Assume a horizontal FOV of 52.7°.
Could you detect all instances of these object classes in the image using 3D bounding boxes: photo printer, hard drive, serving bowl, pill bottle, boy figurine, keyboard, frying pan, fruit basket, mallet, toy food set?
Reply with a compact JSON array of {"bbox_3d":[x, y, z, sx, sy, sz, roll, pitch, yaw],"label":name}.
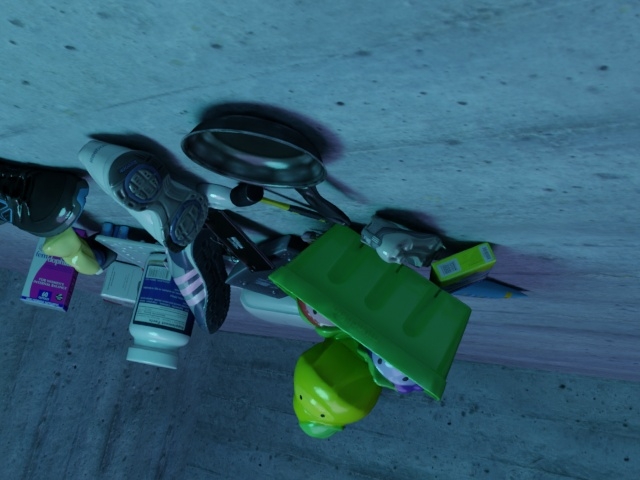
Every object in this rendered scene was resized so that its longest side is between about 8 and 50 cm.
[{"bbox_3d":[-0.085,0.203,1.997,0.308,0.107,0.256,7,165,17],"label":"photo printer"},{"bbox_3d":[-0.086,0.062,1.460,0.172,0.054,0.255,20,150,-31],"label":"hard drive"},{"bbox_3d":[-0.183,-0.074,1.152,0.084,0.027,0.083,10,166,2],"label":"serving bowl"},{"bbox_3d":[-0.385,0.177,1.599,0.153,0.264,0.153,11,166,3],"label":"pill bottle"},{"bbox_3d":[-0.604,0.007,1.591,0.177,0.092,0.285,52,175,9],"label":"boy figurine"},{"bbox_3d":[-0.174,-0.006,1.334,0.100,0.038,0.192,-8,134,38],"label":"keyboard"},{"bbox_3d":[-0.033,-0.098,0.894,0.326,0.053,0.197,18,165,-31],"label":"frying pan"},{"bbox_3d":[0.058,0.207,1.209,0.393,0.391,0.283,8,167,12],"label":"fruit basket"},{"bbox_3d":[-0.069,-0.059,1.116,0.190,0.039,0.062,18,165,-40],"label":"mallet"},{"bbox_3d":[0.000,0.000,1.321,0.078,0.019,0.122,10,174,9],"label":"toy food set"}]

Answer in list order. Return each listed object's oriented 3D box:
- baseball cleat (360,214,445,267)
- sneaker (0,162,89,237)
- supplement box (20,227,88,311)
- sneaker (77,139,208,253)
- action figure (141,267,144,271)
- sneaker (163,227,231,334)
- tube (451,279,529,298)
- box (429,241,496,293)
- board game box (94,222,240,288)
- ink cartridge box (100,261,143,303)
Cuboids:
[{"bbox_3d":[0.141,-0.005,1.117,0.109,0.072,0.206,41,-166,27],"label":"baseball cleat"},{"bbox_3d":[-0.591,-0.086,1.234,0.341,0.125,0.140,1,158,29],"label":"sneaker"},{"bbox_3d":[-0.720,0.072,1.756,0.111,0.219,0.114,14,164,-13],"label":"supplement box"},{"bbox_3d":[-0.288,-0.080,1.085,0.129,0.111,0.297,30,164,26],"label":"sneaker"},{"bbox_3d":[-0.443,0.137,2.002,0.280,0.091,0.139,26,-170,35],"label":"action figure"},{"bbox_3d":[-0.296,0.083,1.512,0.131,0.112,0.318,16,132,23],"label":"sneaker"},{"bbox_3d":[0.354,0.105,1.402,0.207,0.052,0.080,13,177,-32],"label":"tube"},{"bbox_3d":[0.261,0.061,1.212,0.109,0.042,0.178,-21,162,1],"label":"box"},{"bbox_3d":[-0.338,0.054,1.729,0.390,0.050,0.390,9,165,9],"label":"board game box"},{"bbox_3d":[-0.594,0.178,2.252,0.307,0.131,0.226,13,165,-14],"label":"ink cartridge box"}]
